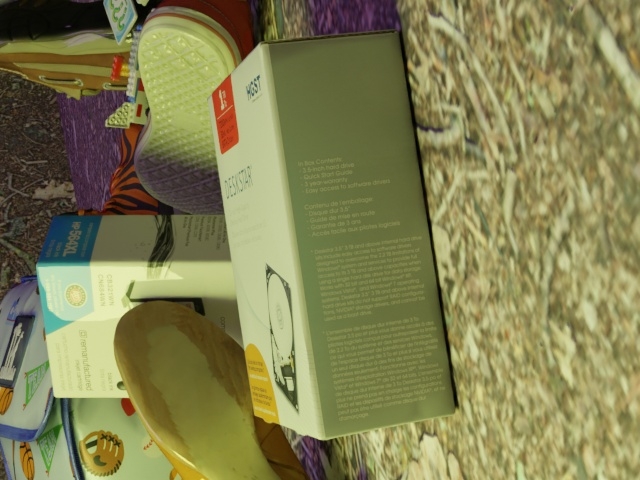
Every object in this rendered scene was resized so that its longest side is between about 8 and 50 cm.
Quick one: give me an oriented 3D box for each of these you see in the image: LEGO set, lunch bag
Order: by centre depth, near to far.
[{"bbox_3d":[-0.184,-0.240,1.236,0.182,0.060,0.244,-49,50,37],"label":"LEGO set"},{"bbox_3d":[-0.272,0.224,1.405,0.328,0.239,0.386,-7,99,58],"label":"lunch bag"}]

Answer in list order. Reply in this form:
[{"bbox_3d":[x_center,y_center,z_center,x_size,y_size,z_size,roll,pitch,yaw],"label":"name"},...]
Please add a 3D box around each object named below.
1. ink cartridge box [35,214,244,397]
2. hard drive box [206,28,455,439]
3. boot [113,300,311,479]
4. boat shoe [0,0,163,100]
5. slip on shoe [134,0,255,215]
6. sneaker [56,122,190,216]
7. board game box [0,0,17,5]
[{"bbox_3d":[-0.136,0.059,1.030,0.086,0.203,0.148,-90,0,-60],"label":"ink cartridge box"},{"bbox_3d":[0.000,0.000,0.750,0.181,0.089,0.232,163,100,-74],"label":"hard drive box"},{"bbox_3d":[-0.074,0.206,0.972,0.295,0.104,0.211,46,153,25],"label":"boot"},{"bbox_3d":[-0.315,-0.232,1.457,0.122,0.324,0.120,-56,-40,-41],"label":"boat shoe"},{"bbox_3d":[-0.109,-0.122,1.085,0.331,0.123,0.101,99,-170,-59],"label":"slip on shoe"},{"bbox_3d":[-0.276,-0.046,1.552,0.321,0.180,0.125,-114,22,-44],"label":"sneaker"},{"bbox_3d":[-0.323,-0.407,1.404,0.336,0.253,0.079,122,137,-67],"label":"board game box"}]
